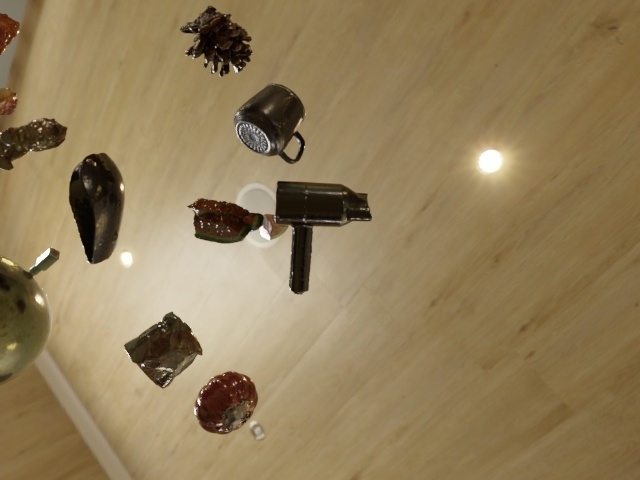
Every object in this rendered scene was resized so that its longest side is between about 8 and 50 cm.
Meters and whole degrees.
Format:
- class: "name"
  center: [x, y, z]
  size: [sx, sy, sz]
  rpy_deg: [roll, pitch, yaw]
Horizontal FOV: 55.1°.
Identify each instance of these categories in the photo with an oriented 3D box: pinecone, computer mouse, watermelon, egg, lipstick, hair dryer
- class: "pinecone"
  center: [-0.272, -0.523, 1.621]
  size: [0.150, 0.195, 0.179]
  rpy_deg: [-59, -145, 0]
- class: "computer mouse"
  center: [-0.546, -0.080, 1.554]
  size: [0.087, 0.168, 0.296]
  rpy_deg: [4, -61, 8]
- class: "watermelon"
  center: [-0.133, -0.047, 1.781]
  size: [0.084, 0.092, 0.072]
  rpy_deg: [34, -24, 33]
- class: "egg"
  center: [-0.827, 0.189, 1.445]
  size: [0.344, 0.428, 0.345]
  rpy_deg: [-3, -100, 20]
- class: "lipstick"
  center: [-0.738, 0.068, 1.610]
  size: [0.129, 0.030, 0.030]
  rpy_deg: [-35, -137, 20]
- class: "hair dryer"
  center: [0.000, 0.000, 1.586]
  size: [0.244, 0.116, 0.303]
  rpy_deg: [4, -72, -3]

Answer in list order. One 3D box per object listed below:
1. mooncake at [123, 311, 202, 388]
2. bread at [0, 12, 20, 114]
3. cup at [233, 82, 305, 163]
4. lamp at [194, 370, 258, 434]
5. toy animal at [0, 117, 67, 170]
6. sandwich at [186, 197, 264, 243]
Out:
- class: "mooncake"
  center: [-0.301, 0.220, 1.215]
  size: [0.073, 0.125, 0.130]
  rpy_deg: [44, -13, 44]
- class: "bread"
  center: [-0.378, -0.117, 0.525]
  size: [0.095, 0.268, 0.139]
  rpy_deg: [51, -38, 14]
- class: "cup"
  center: [-0.126, -0.326, 1.750]
  size: [0.223, 0.177, 0.169]
  rpy_deg: [46, -33, -21]
- class: "lamp"
  center: [-0.260, 0.436, 1.670]
  size: [0.140, 0.182, 0.182]
  rpy_deg: [40, -55, 41]
- class: "toy animal"
  center: [-0.741, -0.226, 1.469]
  size: [0.312, 0.157, 0.097]
  rpy_deg: [-8, -70, 26]
- class: "sandwich"
  center: [-0.265, -0.047, 1.687]
  size: [0.234, 0.159, 0.079]
  rpy_deg: [6, -110, 19]
